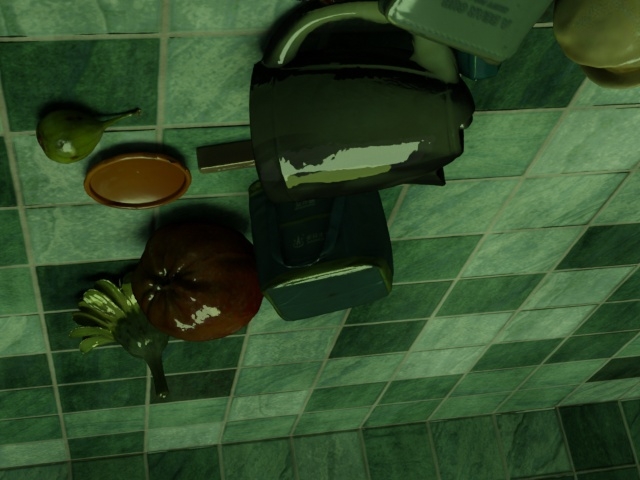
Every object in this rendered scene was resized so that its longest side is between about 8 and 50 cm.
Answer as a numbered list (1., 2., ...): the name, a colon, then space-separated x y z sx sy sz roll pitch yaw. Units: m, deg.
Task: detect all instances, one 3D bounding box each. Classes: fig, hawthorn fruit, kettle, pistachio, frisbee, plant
1. fig: -0.373 -0.166 1.687 0.166 0.093 0.093 0 153 -23
2. hawthorn fruit: -0.238 0.076 2.074 0.258 0.258 0.262 -37 180 44
3. kettle: 0.068 -0.220 1.583 0.324 0.228 0.321 -4 115 12
4. pistachio: 0.461 -0.360 1.428 0.321 0.238 0.229 -51 137 10
5. frisbee: -0.328 -0.113 1.872 0.192 0.035 0.192 -8 153 -4
6. plant: -0.370 0.191 2.321 0.306 0.297 0.261 -43 173 25

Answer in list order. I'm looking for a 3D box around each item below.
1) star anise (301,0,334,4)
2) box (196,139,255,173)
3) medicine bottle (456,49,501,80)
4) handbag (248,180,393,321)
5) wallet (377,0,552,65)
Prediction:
1. star anise: 0.011 -0.378 1.430 0.168 0.057 0.168 -1 148 -1
2. box: -0.161 -0.148 1.848 0.115 0.048 0.025 -9 150 -4
3. medicine bottle: 0.227 -0.346 1.530 0.079 0.124 0.258 -10 143 -1
4. handbag: 0.000 0.000 1.992 0.263 0.241 0.222 -17 153 11
5. wallet: 0.238 -0.401 1.339 0.252 0.083 0.360 13 127 -29
